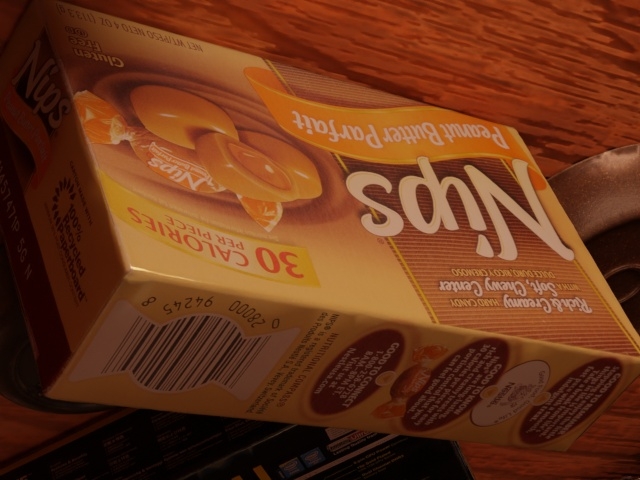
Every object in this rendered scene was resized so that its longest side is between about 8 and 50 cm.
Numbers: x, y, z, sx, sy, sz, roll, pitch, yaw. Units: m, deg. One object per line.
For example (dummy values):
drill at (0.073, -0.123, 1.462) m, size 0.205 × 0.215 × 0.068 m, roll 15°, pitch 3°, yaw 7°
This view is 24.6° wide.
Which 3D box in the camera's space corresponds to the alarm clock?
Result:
alarm clock at (-0.143, 0.053, 0.814) m, size 0.192 × 0.064 × 0.129 m, roll -23°, pitch 145°, yaw 12°

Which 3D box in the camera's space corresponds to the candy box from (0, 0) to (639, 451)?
candy box at (0.000, 0.000, 0.734) m, size 0.316 × 0.183 × 0.087 m, roll 12°, pitch 130°, yaw -36°

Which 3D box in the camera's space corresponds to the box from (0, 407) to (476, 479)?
box at (-0.057, 0.189, 1.004) m, size 0.322 × 0.079 × 0.257 m, roll -26°, pitch 139°, yaw 2°

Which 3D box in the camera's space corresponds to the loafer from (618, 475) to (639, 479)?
loafer at (0.270, 0.258, 1.233) m, size 0.130 × 0.134 × 0.366 m, roll 29°, pitch 110°, yaw -19°

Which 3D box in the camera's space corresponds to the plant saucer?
plant saucer at (0.191, 0.019, 0.972) m, size 0.198 × 0.036 × 0.199 m, roll -14°, pitch 139°, yaw -13°
